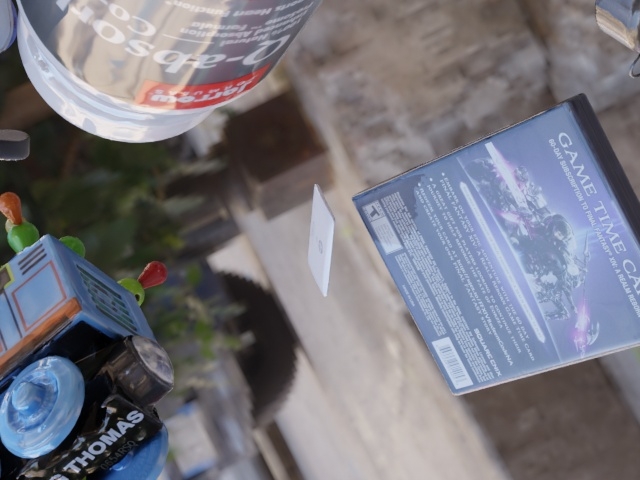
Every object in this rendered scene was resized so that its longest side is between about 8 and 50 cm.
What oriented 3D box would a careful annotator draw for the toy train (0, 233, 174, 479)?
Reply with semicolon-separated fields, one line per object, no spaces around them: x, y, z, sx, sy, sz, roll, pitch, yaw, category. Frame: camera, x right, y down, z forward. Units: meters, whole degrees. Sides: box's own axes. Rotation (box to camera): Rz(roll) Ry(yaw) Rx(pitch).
-0.141;0.088;0.718;0.080;0.184;0.105;40;-166;-44;toy train

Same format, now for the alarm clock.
0.323;-0.227;1.645;0.064;0.129;0.192;42;150;28;alarm clock

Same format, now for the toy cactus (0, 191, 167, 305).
-0.262;0.051;1.542;0.219;0.180;0.112;15;138;23;toy cactus

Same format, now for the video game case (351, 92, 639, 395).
0.155;0.012;1.382;0.274;0.026;0.196;-23;96;51;video game case

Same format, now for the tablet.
0.000;0.000;1.458;0.054;0.006;0.083;-116;24;-49;tablet

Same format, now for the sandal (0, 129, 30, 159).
-0.366;-0.110;1.654;0.254;0.097;0.054;2;-86;-62;sandal

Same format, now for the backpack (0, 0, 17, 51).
-0.407;-0.232;1.482;0.213;0.263;0.276;22;132;57;backpack

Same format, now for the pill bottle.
-0.092;-0.206;1.149;0.210;0.210;0.363;63;157;8;pill bottle
